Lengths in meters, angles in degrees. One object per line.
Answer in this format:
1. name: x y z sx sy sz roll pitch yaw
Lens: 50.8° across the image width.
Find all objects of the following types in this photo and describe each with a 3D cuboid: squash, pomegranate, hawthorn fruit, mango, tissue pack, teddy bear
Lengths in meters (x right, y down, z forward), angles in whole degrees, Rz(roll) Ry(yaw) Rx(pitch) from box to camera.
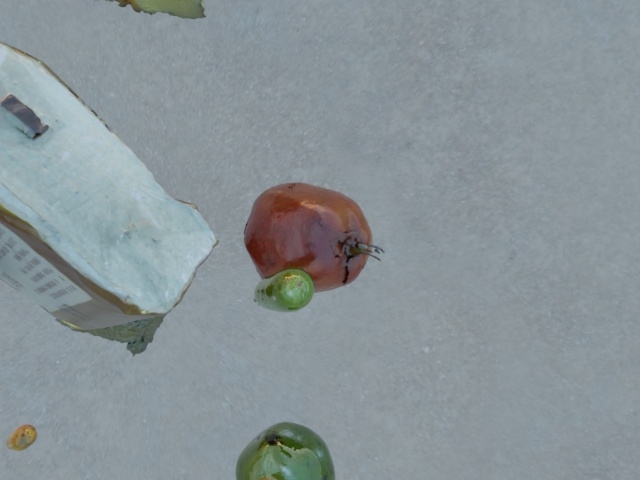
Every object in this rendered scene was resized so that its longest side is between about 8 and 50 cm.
1. squash: -0.064 0.081 1.048 0.066 0.201 0.066 4 80 -22
2. pomegranate: -0.073 0.433 1.213 0.187 0.225 0.187 3 99 20
3. hawthorn fruit: 0.000 0.000 1.201 0.211 0.299 0.211 -4 95 -47
4. mango: -0.662 0.436 1.486 0.089 0.060 0.046 -26 118 25
5. tissue pack: -0.193 -0.016 0.477 0.183 0.226 0.092 42 61 -19
6. teddy bear: -0.369 0.102 1.295 0.267 0.256 0.156 -18 57 -26

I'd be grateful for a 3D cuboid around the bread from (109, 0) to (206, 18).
1. bread: -0.405 -0.524 1.082 0.345 0.242 0.405 -3 120 7
